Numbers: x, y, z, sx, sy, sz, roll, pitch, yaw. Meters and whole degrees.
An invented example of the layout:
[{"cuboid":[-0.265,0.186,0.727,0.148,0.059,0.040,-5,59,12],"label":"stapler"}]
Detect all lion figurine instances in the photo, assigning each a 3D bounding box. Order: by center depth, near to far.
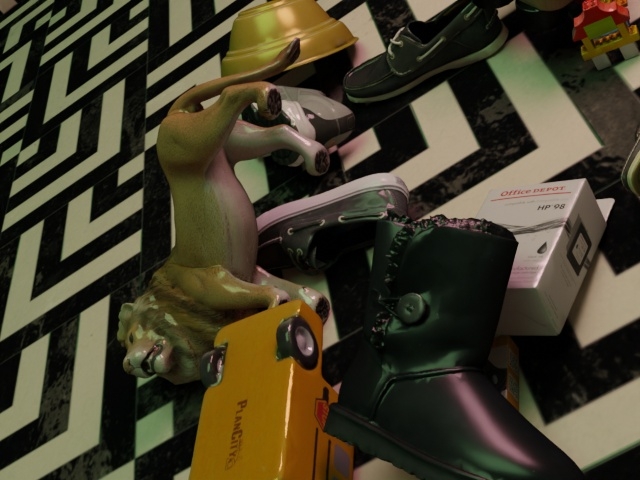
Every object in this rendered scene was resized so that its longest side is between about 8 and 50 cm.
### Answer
[{"cuboid":[-0.118,-0.024,1.048,0.240,0.142,0.391,9,99,34],"label":"lion figurine"}]

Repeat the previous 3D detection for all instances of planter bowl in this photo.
[{"cuboid":[-0.060,-0.302,1.388,0.217,0.090,0.217,-17,17,5],"label":"planter bowl"}]

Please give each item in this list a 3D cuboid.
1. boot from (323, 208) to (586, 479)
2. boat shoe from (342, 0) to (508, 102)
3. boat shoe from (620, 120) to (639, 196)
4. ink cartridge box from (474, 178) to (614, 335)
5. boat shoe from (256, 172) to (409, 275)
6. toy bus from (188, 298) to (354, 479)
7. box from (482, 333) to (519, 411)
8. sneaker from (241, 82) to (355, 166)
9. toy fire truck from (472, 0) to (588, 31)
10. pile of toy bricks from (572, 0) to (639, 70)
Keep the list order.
[{"cuboid":[0.119,0.087,0.753,0.247,0.094,0.207,14,88,44],"label":"boot"},{"cuboid":[0.122,-0.251,1.242,0.233,0.079,0.084,-20,41,30],"label":"boat shoe"},{"cuboid":[0.322,-0.097,0.898,0.152,0.056,0.049,-45,28,-23],"label":"boat shoe"},{"cuboid":[0.192,0.003,0.881,0.104,0.060,0.180,-5,39,41],"label":"ink cartridge box"},{"cuboid":[0.000,0.000,1.089,0.229,0.080,0.076,-20,50,22],"label":"boat shoe"},{"cuboid":[-0.042,0.214,0.833,0.108,0.130,0.332,-24,38,25],"label":"toy bus"},{"cuboid":[0.130,0.149,0.829,0.081,0.028,0.136,-19,38,28],"label":"box"},{"cuboid":[-0.041,-0.164,1.307,0.108,0.100,0.271,-17,22,-19],"label":"sneaker"},{"cuboid":[0.277,-0.366,1.129,0.246,0.158,0.217,-37,46,-14],"label":"toy fire truck"},{"cuboid":[0.365,-0.281,1.009,0.212,0.105,0.118,-19,40,29],"label":"pile of toy bricks"}]
